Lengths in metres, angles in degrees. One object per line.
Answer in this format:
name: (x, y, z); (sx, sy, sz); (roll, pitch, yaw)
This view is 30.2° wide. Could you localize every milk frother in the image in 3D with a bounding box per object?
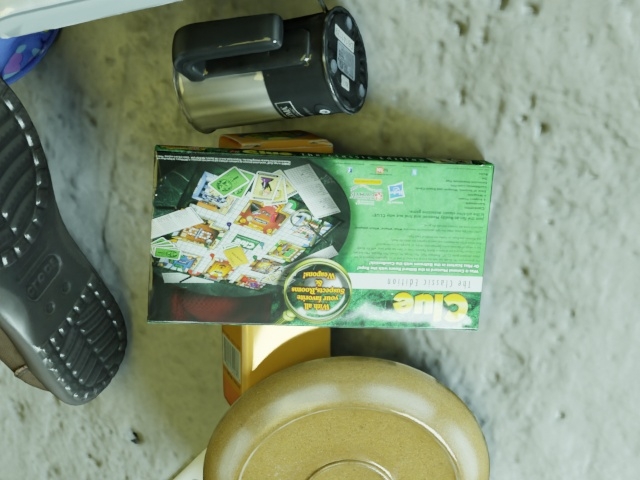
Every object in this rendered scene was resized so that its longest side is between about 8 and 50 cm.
milk frother: (-0.042, -0.170, 0.935); (0.135, 0.129, 0.143); (-5, 58, 24)

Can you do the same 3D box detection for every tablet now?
tablet: (-0.108, 0.232, 1.099); (0.054, 0.006, 0.083); (48, 115, 7)

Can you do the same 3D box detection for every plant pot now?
plant pot: (0.022, 0.201, 0.962); (0.236, 0.032, 0.236); (0, 117, -1)

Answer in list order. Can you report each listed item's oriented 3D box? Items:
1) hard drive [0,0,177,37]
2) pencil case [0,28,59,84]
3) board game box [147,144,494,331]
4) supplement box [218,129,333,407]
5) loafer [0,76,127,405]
hard drive: (-0.159, -0.341, 0.857); (0.233, 0.047, 0.353); (-14, 82, -7)
pencil case: (-0.373, -0.236, 1.036); (0.306, 0.119, 0.133); (31, 90, 15)
board game box: (0.000, 0.000, 0.909); (0.260, 0.030, 0.136); (3, 100, -9)
supplement box: (-0.037, 0.029, 0.968); (0.078, 0.080, 0.233); (-4, 106, -18)
loafer: (-0.296, -0.003, 1.000); (0.130, 0.134, 0.366); (5, 130, 32)
